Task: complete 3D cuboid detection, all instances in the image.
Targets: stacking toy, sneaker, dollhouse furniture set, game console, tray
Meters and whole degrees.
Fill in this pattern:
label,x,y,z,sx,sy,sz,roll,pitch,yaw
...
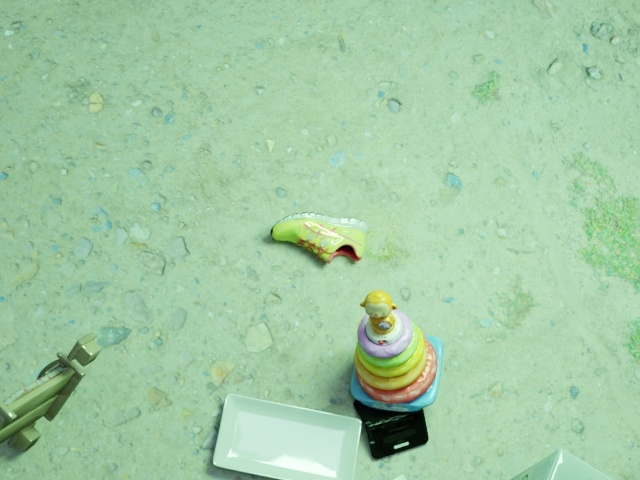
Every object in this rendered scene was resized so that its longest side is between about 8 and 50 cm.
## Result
label,x,y,z,sx,sy,sz,roll,pitch,yaw
stacking toy,0.128,0.185,1.941,0.175,0.302,0.166,4,57,15
sneaker,0.000,0.000,2.132,0.208,0.081,0.094,3,68,-10
dollhouse furniture set,-0.586,0.283,1.734,0.174,0.355,0.303,42,27,8
game console,0.139,0.358,2.040,0.122,0.071,0.107,-14,100,-16
tray,-0.062,0.388,1.977,0.270,0.030,0.145,12,66,-6

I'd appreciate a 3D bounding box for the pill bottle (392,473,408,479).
label,x,y,z,sx,sy,sz,roll,pitch,yaw
pill bottle,0.173,0.526,1.927,0.094,0.094,0.169,-28,75,-21

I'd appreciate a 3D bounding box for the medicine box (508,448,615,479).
label,x,y,z,sx,sy,sz,roll,pitch,yaw
medicine box,0.468,0.535,1.873,0.263,0.289,0.149,30,62,3
